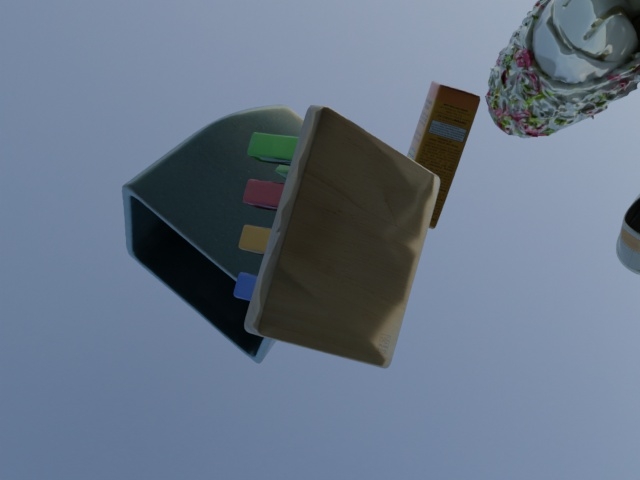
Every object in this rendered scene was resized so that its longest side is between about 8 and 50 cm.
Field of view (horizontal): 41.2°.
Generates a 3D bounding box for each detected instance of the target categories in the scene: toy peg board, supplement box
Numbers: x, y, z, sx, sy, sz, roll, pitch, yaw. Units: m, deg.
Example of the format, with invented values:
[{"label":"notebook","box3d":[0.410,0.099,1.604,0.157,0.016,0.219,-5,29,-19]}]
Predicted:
[{"label":"toy peg board","box3d":[0.000,0.000,0.646,0.161,0.079,0.160,23,-99,-49]},{"label":"supplement box","box3d":[0.189,-0.142,1.421,0.080,0.078,0.233,14,-76,-7]}]

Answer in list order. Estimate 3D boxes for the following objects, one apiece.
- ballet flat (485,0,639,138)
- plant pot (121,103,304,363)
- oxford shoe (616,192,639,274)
[{"label":"ballet flat","box3d":[0.187,-0.144,0.478,0.077,0.241,0.091,8,-128,-59]},{"label":"plant pot","box3d":[-0.083,-0.032,1.131,0.248,0.247,0.252,39,-112,5]},{"label":"oxford shoe","box3d":[0.736,-0.125,1.650,0.169,0.130,0.449,36,-99,31]}]
